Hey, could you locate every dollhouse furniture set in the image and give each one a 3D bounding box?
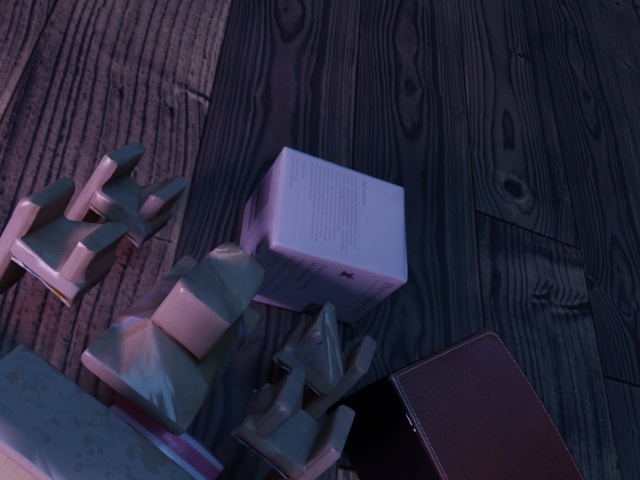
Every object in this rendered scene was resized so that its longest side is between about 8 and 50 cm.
[{"bbox_3d":[-0.190,0.156,0.607,0.362,0.256,0.394,40,26,-4],"label":"dollhouse furniture set"}]

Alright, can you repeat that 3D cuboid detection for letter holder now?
[{"bbox_3d":[0.186,0.289,0.772,0.214,0.152,0.302,-15,71,-37],"label":"letter holder"}]

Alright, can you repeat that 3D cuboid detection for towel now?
[{"bbox_3d":[-0.208,0.266,0.642,0.144,0.029,0.197,41,48,-3],"label":"towel"}]

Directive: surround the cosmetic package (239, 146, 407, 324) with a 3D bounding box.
[{"bbox_3d":[0.000,0.000,0.833,0.183,0.151,0.151,16,56,-19],"label":"cosmetic package"}]
